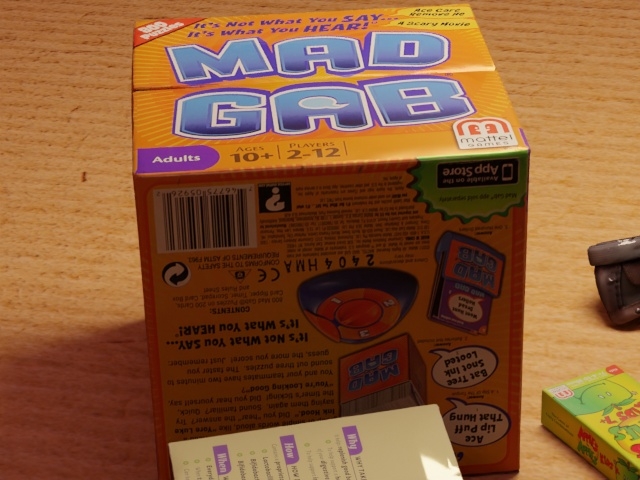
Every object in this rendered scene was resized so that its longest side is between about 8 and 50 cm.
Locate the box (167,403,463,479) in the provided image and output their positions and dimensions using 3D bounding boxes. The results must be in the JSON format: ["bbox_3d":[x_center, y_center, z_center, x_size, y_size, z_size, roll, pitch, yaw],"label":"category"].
[{"bbox_3d":[0.005,0.262,1.544,0.243,0.117,0.213,-8,34,-6],"label":"box"}]

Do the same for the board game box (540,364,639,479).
[{"bbox_3d":[0.306,0.192,1.811,0.092,0.043,0.181,-16,31,-25],"label":"board game box"}]

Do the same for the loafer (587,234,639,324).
[{"bbox_3d":[0.442,0.030,2.086,0.302,0.095,0.109,-8,-2,-20],"label":"loafer"}]

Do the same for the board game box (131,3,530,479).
[{"bbox_3d":[0.000,0.000,1.853,0.356,0.356,0.356,-4,29,-4],"label":"board game box"}]
